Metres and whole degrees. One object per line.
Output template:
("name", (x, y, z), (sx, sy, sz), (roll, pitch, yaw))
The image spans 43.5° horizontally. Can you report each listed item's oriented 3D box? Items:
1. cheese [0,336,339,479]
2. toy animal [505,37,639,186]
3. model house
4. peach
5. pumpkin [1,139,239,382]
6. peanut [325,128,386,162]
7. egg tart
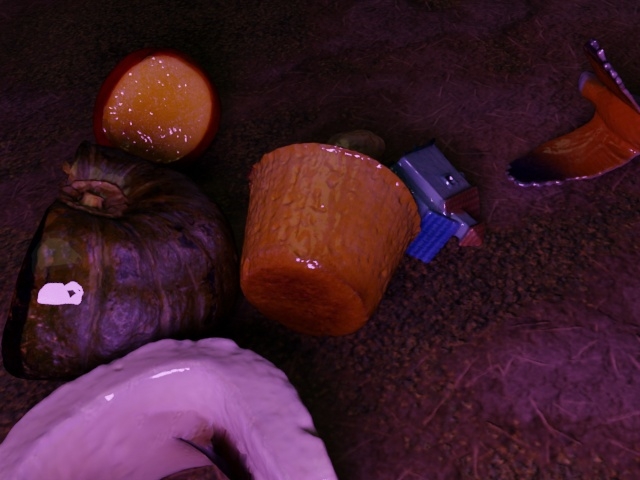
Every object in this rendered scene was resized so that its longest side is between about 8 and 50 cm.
("cheese", (-0.117, 0.248, 0.666), (0.292, 0.153, 0.332), (-29, 45, -23))
("toy animal", (0.453, -0.143, 1.073), (0.284, 0.225, 0.302), (35, 41, 17))
("model house", (0.144, -0.032, 1.017), (0.149, 0.119, 0.148), (46, 36, 18))
("peach", (-0.244, -0.190, 1.191), (0.190, 0.190, 0.192), (0, 26, 9))
("pumpkin", (-0.214, 0.050, 0.913), (0.232, 0.242, 0.325), (20, 34, -12))
("peanut", (0.024, -0.106, 1.128), (0.080, 0.080, 0.174), (26, 49, 34))
("egg tart", (0.000, 0.000, 0.917), (0.215, 0.215, 0.171), (7, 53, 17))
